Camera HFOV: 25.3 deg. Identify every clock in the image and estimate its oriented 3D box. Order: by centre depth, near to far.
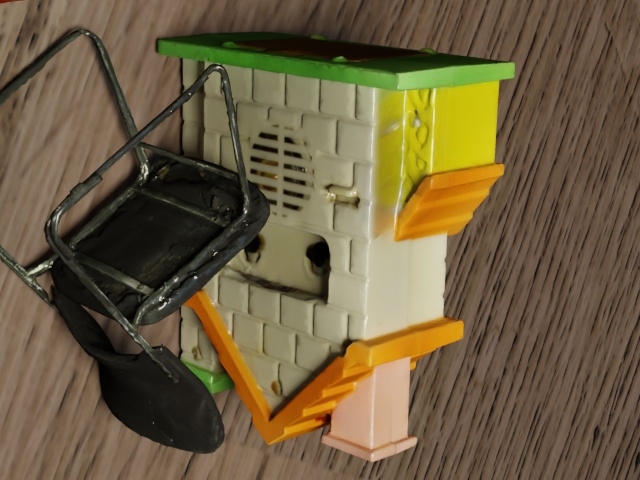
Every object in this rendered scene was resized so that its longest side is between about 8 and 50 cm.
[{"bbox_3d":[0.000,0.000,0.928,0.106,0.220,0.255,-12,110,-44],"label":"clock"}]

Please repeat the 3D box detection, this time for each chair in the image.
[{"bbox_3d":[-0.106,0.006,0.874,0.145,0.140,0.221,-45,131,-23],"label":"chair"}]

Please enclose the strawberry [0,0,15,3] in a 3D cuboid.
[{"bbox_3d":[-0.133,-0.243,0.715,0.343,0.292,0.292,-44,130,-11],"label":"strawberry"}]
